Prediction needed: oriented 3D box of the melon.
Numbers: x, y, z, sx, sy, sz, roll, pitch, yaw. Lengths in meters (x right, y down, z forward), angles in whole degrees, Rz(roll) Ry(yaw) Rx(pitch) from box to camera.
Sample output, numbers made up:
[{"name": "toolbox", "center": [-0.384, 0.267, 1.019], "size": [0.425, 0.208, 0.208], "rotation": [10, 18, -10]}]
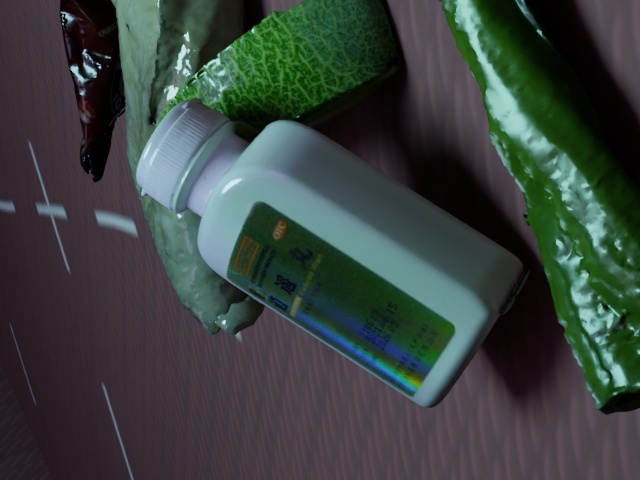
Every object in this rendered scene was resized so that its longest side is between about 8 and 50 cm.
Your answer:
[{"name": "melon", "center": [-0.035, -0.082, 0.844], "size": [0.064, 0.118, 0.209], "rotation": [60, 154, 6]}]

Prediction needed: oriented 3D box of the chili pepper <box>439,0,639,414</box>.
[{"name": "chili pepper", "center": [0.080, -0.087, 0.625], "size": [0.085, 0.076, 0.359], "rotation": [-41, 72, 46]}]

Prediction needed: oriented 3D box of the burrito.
[{"name": "burrito", "center": [-0.104, -0.117, 1.006], "size": [0.175, 0.107, 0.348], "rotation": [-124, 24, -71]}]

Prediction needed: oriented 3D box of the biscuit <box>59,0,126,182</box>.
[{"name": "biscuit", "center": [-0.177, -0.183, 1.093], "size": [0.063, 0.151, 0.235], "rotation": [12, 127, 18]}]

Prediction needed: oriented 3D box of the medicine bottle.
[{"name": "medicine bottle", "center": [0.000, 0.000, 0.752], "size": [0.219, 0.078, 0.115], "rotation": [32, 144, 6]}]
